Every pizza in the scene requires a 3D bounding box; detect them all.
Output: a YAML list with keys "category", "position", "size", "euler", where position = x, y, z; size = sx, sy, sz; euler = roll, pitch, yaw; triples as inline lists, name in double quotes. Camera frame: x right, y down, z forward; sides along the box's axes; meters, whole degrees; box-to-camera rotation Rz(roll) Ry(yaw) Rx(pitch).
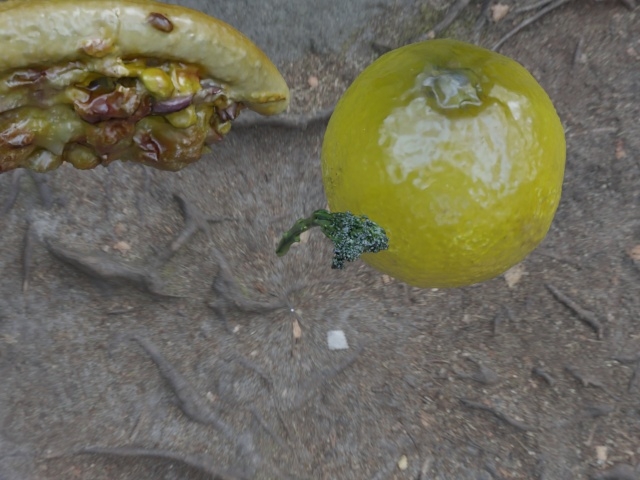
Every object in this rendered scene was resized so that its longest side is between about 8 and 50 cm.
- category: "pizza"
  position: [-0.124, -0.080, 0.438]
  size: [0.246, 0.127, 0.058]
  euler: [1, 60, -38]

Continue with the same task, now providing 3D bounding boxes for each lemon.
- category: "lemon"
  position: [0.133, -0.082, 0.887]
  size: [0.293, 0.293, 0.292]
  euler: [0, 85, -2]

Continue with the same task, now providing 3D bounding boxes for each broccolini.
- category: "broccolini"
  position: [-0.002, -0.007, 0.762]
  size: [0.054, 0.194, 0.052]
  euler: [-25, 101, -23]
